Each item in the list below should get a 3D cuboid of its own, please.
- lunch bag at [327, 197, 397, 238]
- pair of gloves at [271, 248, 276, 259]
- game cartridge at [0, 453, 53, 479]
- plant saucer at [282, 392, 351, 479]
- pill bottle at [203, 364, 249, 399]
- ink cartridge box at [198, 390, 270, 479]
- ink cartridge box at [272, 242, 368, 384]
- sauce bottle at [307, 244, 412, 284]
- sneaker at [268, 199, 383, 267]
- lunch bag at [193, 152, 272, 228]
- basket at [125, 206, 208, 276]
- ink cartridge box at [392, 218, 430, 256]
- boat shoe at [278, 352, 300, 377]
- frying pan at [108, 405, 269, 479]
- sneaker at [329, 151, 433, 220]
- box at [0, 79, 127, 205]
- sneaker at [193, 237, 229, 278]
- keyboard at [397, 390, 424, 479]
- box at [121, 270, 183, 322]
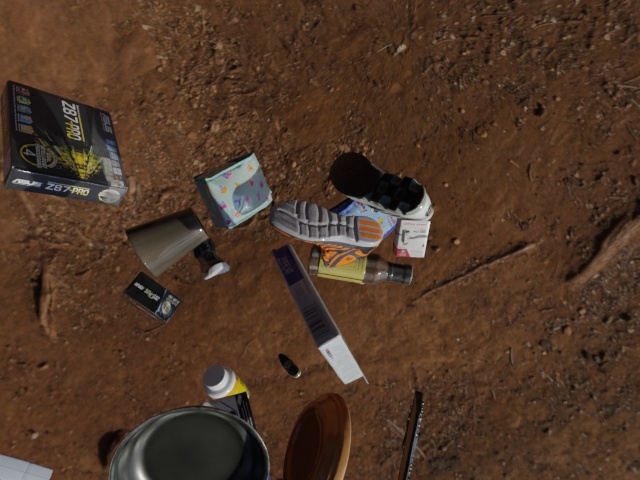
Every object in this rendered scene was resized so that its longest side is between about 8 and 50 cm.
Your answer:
[{"bbox_3d":[0.209,-0.107,1.811,0.293,0.138,0.221,-37,109,-16],"label":"lunch bag"},{"bbox_3d":[-0.155,0.070,1.628,0.010,0.074,0.083,-40,117,16],"label":"pair of gloves"},{"bbox_3d":[-0.810,0.534,1.016,0.294,0.060,0.196,34,132,-26],"label":"game cartridge"},{"bbox_3d":[-0.014,0.355,0.722,0.037,0.200,0.200,25,118,-16],"label":"plant saucer"},{"bbox_3d":[-0.349,0.539,1.571,0.117,0.117,0.215,-4,140,12],"label":"pill bottle"},{"bbox_3d":[-0.164,0.406,0.819,0.097,0.207,0.046,-2,148,-35],"label":"ink cartridge box"},{"bbox_3d":[-0.001,0.218,1.170,0.071,0.324,0.330,-29,138,-5],"label":"ink cartridge box"},{"bbox_3d":[0.132,0.090,1.434,0.343,0.111,0.112,10,117,0],"label":"sauce bottle"},{"bbox_3d":[0.000,0.000,1.198,0.320,0.125,0.180,14,145,-12],"label":"sneaker"},{"bbox_3d":[-0.325,-0.200,1.675,0.160,0.262,0.224,8,126,50],"label":"lunch bag"},{"bbox_3d":[-0.527,-0.009,1.514,0.226,0.154,0.205,-29,120,-10],"label":"basket"},{"bbox_3d":[0.298,-0.017,1.410,0.099,0.056,0.136,1,116,-3],"label":"ink cartridge box"},{"bbox_3d":[-0.152,0.586,2.010,0.056,0.152,0.049,-48,137,-14],"label":"boat shoe"},{"bbox_3d":[-0.145,0.353,0.574,0.197,0.053,0.327,-21,108,-5],"label":"frying pan"},{"bbox_3d":[0.161,-0.132,1.167,0.330,0.146,0.123,36,94,37],"label":"sneaker"},{"bbox_3d":[-0.823,-0.306,1.373,0.318,0.395,0.097,12,134,-47],"label":"box"},{"bbox_3d":[-0.438,0.067,1.671,0.101,0.268,0.153,-22,92,-24],"label":"sneaker"},{"bbox_3d":[0.266,0.595,1.262,0.033,0.201,0.318,10,104,9],"label":"keyboard"},{"bbox_3d":[-0.507,0.176,1.279,0.147,0.078,0.180,40,154,-14],"label":"box"}]
